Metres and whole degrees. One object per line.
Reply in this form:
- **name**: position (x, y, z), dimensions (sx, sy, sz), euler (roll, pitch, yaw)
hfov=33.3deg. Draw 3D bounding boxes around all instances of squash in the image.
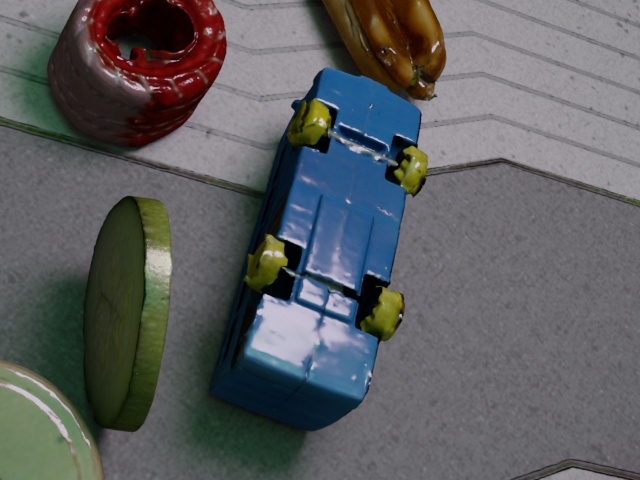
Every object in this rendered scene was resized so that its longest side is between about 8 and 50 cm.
- **squash**: position (-0.175, 0.067, 0.986), dimensions (0.041, 0.219, 0.219), euler (6, 63, -24)

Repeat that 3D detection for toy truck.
- **toy truck**: position (0.000, 0.000, 1.137), dimensions (0.161, 0.162, 0.385), euler (22, 57, -14)

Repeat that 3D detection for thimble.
- **thimble**: position (-0.198, -0.200, 1.166), dimensions (0.163, 0.125, 0.189), euler (41, 55, -5)

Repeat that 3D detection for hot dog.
- **hot dog**: position (0.062, -0.318, 1.368), dimensions (0.135, 0.100, 0.337), euler (-15, 71, -22)

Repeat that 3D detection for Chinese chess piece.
- **Chinese chess piece**: position (-0.310, 0.222, 0.914), dimensions (0.250, 0.103, 0.249), euler (10, 63, -21)
